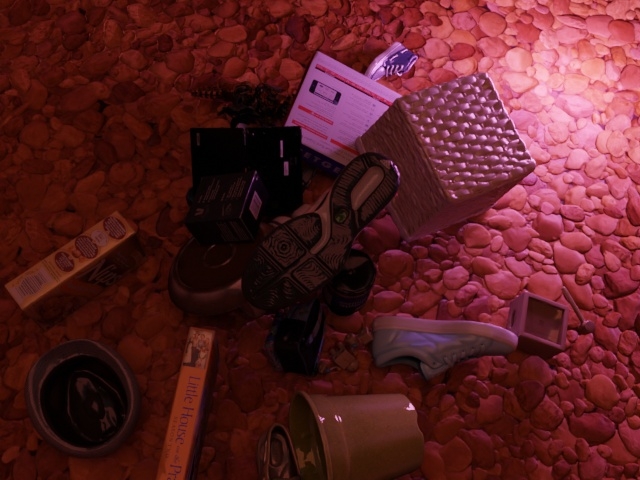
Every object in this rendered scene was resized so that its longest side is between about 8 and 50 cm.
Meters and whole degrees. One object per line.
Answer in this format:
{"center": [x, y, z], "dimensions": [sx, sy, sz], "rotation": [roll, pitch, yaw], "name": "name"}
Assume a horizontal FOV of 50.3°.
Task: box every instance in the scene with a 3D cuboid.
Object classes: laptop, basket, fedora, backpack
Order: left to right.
{"center": [-0.549, 0.375, 1.611], "dimensions": [0.244, 0.124, 0.275], "rotation": [-39, 82, -16], "name": "fedora"}
{"center": [-0.192, -0.185, 1.808], "dimensions": [0.264, 0.136, 0.234], "rotation": [-8, 104, -33], "name": "laptop"}
{"center": [-0.053, 0.229, 1.697], "dimensions": [0.117, 0.158, 0.173], "rotation": [4, 51, 18], "name": "backpack"}
{"center": [0.332, -0.222, 1.803], "dimensions": [0.331, 0.266, 0.328], "rotation": [-21, 79, -27], "name": "basket"}

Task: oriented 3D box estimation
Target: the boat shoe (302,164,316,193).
{"center": [-0.052, -0.166, 1.929], "dimensions": [0.046, 0.038, 0.125], "rotation": [35, 69, 11], "name": "boat shoe"}

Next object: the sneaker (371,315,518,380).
{"center": [0.307, 0.284, 1.711], "dimensions": [0.366, 0.135, 0.150], "rotation": [2, 67, 10], "name": "sneaker"}

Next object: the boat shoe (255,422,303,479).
{"center": [-0.085, 0.568, 1.545], "dimensions": [0.109, 0.098, 0.302], "rotation": [1, 56, -18], "name": "boat shoe"}

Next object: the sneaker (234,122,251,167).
{"center": [-0.191, -0.223, 1.925], "dimensions": [0.226, 0.163, 0.086], "rotation": [26, 36, -34], "name": "sneaker"}

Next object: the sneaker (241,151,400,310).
{"center": [0.001, 0.000, 1.603], "dimensions": [0.447, 0.257, 0.169], "rotation": [-44, 86, -10], "name": "sneaker"}

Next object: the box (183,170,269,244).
{"center": [-0.228, -0.079, 1.673], "dimensions": [0.158, 0.093, 0.156], "rotation": [-4, 49, 22], "name": "box"}

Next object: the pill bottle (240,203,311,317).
{"center": [-0.110, 0.045, 1.763], "dimensions": [0.301, 0.169, 0.169], "rotation": [-41, 75, -19], "name": "pill bottle"}

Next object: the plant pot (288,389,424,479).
{"center": [0.087, 0.461, 1.562], "dimensions": [0.254, 0.276, 0.276], "rotation": [-7, 66, -20], "name": "plant pot"}

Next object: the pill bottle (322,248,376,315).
{"center": [0.067, 0.114, 1.715], "dimensions": [0.123, 0.219, 0.122], "rotation": [1, 66, -3], "name": "pill bottle"}

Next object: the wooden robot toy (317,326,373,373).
{"center": [0.072, 0.294, 1.728], "dimensions": [0.173, 0.076, 0.079], "rotation": [-43, 115, 4], "name": "wooden robot toy"}

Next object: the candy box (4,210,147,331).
{"center": [-0.600, 0.078, 1.707], "dimensions": [0.316, 0.183, 0.087], "rotation": [-37, 74, -17], "name": "candy box"}

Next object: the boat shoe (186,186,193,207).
{"center": [-0.240, -0.132, 1.874], "dimensions": [0.258, 0.089, 0.109], "rotation": [-2, 66, -5], "name": "boat shoe"}

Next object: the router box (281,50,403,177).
{"center": [0.075, -0.332, 1.936], "dimensions": [0.335, 0.082, 0.301], "rotation": [26, 66, -11], "name": "router box"}

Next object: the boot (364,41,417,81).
{"center": [0.216, -0.533, 2.091], "dimensions": [0.086, 0.069, 0.190], "rotation": [36, 67, 15], "name": "boot"}

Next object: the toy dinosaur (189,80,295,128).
{"center": [-0.211, -0.386, 1.984], "dimensions": [0.322, 0.164, 0.218], "rotation": [0, 50, 16], "name": "toy dinosaur"}

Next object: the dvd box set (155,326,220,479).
{"center": [-0.295, 0.433, 1.505], "dimensions": [0.062, 0.307, 0.420], "rotation": [10, 65, -2], "name": "dvd box set"}

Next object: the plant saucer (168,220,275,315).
{"center": [-0.240, 0.046, 1.661], "dimensions": [0.311, 0.050, 0.310], "rotation": [-13, 44, 13], "name": "plant saucer"}

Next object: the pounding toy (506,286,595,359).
{"center": [0.601, 0.213, 1.781], "dimensions": [0.206, 0.094, 0.181], "rotation": [20, 61, -5], "name": "pounding toy"}
